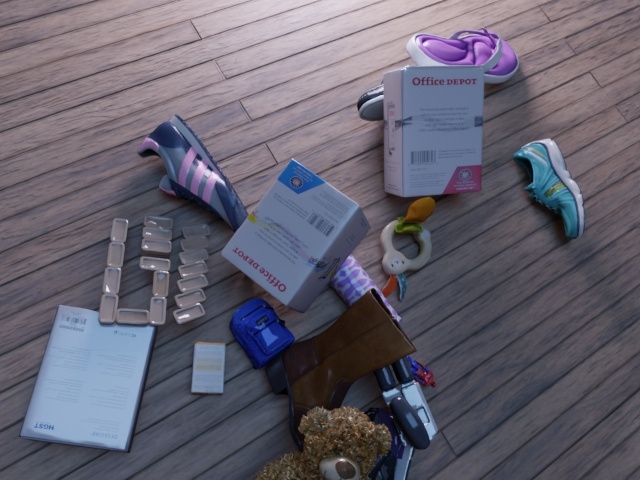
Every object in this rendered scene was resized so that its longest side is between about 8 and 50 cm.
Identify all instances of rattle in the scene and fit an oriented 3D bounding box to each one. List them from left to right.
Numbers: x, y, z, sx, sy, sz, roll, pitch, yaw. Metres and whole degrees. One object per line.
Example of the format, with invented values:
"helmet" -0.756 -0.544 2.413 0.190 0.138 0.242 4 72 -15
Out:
"rattle" 0.199 0.025 1.291 0.130 0.142 0.200 40 57 -18

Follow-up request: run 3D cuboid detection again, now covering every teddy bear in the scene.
"teddy bear" 0.000 0.448 1.003 0.245 0.338 0.113 43 22 9

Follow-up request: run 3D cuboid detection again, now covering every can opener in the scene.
"can opener" 0.146 0.255 1.123 0.075 0.095 0.284 -19 76 -9

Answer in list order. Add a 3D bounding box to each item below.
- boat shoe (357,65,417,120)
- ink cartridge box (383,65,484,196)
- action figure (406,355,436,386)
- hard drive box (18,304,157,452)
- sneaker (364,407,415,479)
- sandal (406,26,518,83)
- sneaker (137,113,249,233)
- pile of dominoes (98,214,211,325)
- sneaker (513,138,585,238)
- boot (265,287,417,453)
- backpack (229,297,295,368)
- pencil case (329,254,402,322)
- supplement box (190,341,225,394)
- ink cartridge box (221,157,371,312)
"boat shoe" 0.202 -0.378 1.464 0.302 0.114 0.091 -20 76 -33
"ink cartridge box" 0.259 -0.251 1.351 0.207 0.117 0.283 -5 102 -16
"action figure" 0.203 0.276 1.252 0.115 0.030 0.038 39 70 -3
"hard drive box" -0.411 0.253 1.066 0.180 0.089 0.232 12 66 -10
"sneaker" 0.093 0.463 1.123 0.124 0.107 0.284 19 58 2
"sandal" 0.397 -0.486 1.498 0.416 0.102 0.169 -18 67 -38
"sneaker" -0.263 -0.111 1.251 0.131 0.112 0.319 -36 78 -7
"pile of dominoes" -0.320 0.063 1.156 0.195 0.040 0.251 7 54 -17
"sneaker" 0.577 -0.122 1.480 0.109 0.107 0.276 -19 70 0
"boot" 0.064 0.270 1.103 0.280 0.096 0.264 -35 61 14
"backpack" -0.117 0.175 1.169 0.097 0.101 0.120 -31 75 -29
"pencil case" 0.083 0.120 1.252 0.088 0.086 0.206 -40 80 10
"supplement box" -0.219 0.250 1.146 0.062 0.036 0.099 5 68 -13
"ink cartridge box" -0.043 -0.001 1.163 0.171 0.168 0.233 37 87 17
